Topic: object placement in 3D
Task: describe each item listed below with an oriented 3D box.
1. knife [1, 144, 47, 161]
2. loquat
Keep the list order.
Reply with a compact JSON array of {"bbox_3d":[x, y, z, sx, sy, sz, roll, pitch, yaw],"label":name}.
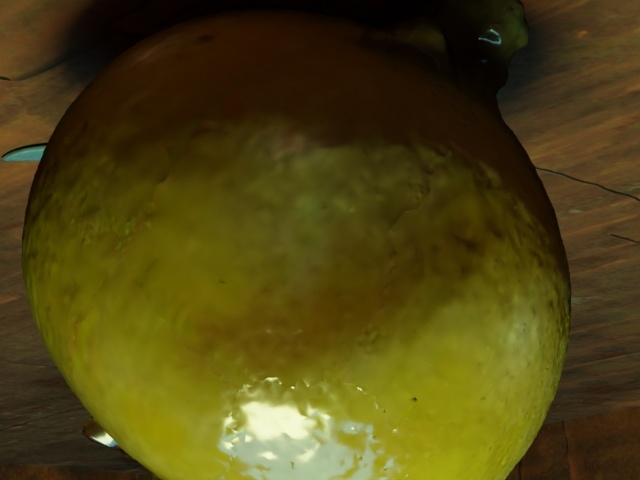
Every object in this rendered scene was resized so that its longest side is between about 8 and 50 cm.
[{"bbox_3d":[-0.082,-0.068,1.138,0.313,0.019,0.044,-1,167,4],"label":"knife"},{"bbox_3d":[0.000,0.000,0.902,0.328,0.359,0.328,35,-179,-1],"label":"loquat"}]
